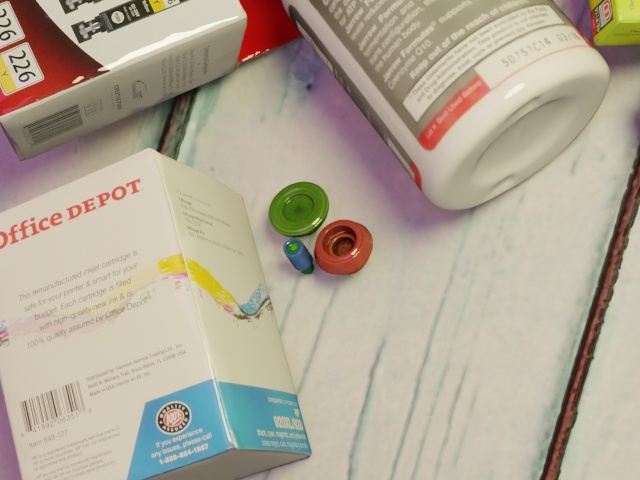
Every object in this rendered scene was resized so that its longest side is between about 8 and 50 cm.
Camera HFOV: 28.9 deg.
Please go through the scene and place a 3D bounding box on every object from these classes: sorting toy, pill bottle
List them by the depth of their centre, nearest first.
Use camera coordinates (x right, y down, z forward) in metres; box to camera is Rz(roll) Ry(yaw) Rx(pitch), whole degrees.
[{"bbox_3d":[0.071,-0.177,0.940,0.161,0.161,0.283,-39,69,10],"label":"pill bottle"},{"bbox_3d":[0.000,0.000,1.004,0.061,0.042,0.102,-43,56,-8],"label":"sorting toy"}]

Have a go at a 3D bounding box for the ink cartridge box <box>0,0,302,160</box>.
[{"bbox_3d":[-0.186,-0.266,0.997,0.272,0.130,0.309,-25,83,-11],"label":"ink cartridge box"}]

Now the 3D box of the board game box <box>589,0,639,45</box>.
[{"bbox_3d":[0.280,-0.189,0.880,0.181,0.043,0.092,-2,78,-13],"label":"board game box"}]

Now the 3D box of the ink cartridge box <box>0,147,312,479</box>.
[{"bbox_3d":[-0.137,0.077,0.965,0.171,0.168,0.232,-20,74,15],"label":"ink cartridge box"}]
